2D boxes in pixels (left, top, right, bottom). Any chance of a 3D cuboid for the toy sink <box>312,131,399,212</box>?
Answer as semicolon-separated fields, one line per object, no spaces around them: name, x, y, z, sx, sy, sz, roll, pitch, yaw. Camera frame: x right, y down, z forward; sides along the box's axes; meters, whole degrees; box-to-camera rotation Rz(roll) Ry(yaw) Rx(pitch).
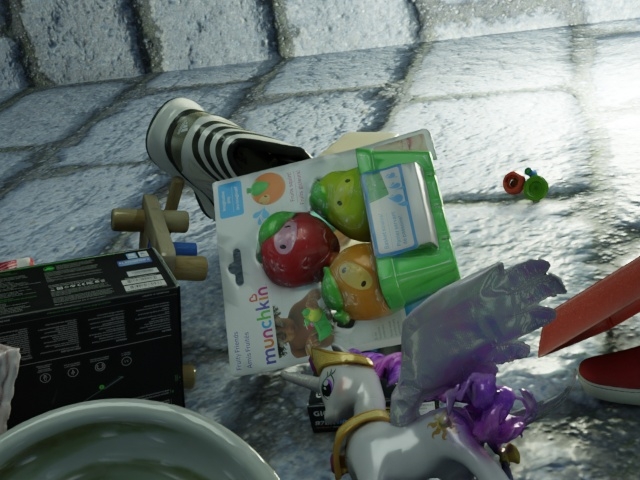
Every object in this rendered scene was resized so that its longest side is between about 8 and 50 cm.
toy sink;0.059;-0.100;1.666;0.131;0.153;0.234;5;32;30

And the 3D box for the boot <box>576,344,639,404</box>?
boot;0.444;0.111;1.068;0.244;0.176;0.088;-8;27;8

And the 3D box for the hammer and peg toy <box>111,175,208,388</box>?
hammer and peg toy;-0.278;0.058;1.361;0.127;0.266;0.361;2;23;-19

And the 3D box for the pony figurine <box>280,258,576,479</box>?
pony figurine;0.130;0.215;0.932;0.350;0.303;0.364;-17;41;8

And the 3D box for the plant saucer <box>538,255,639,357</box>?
plant saucer;0.415;0.051;1.077;0.258;0.048;0.259;-40;-21;33

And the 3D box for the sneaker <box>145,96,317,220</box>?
sneaker;-0.098;-0.083;1.528;0.257;0.447;0.169;26;86;31

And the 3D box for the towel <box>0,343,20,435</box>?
towel;-0.455;0.261;0.948;0.316;0.332;0.053;1;-10;45

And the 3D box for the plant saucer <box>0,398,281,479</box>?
plant saucer;-0.199;0.355;0.797;0.400;0.101;0.401;1;62;-2

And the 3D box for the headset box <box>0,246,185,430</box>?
headset box;-0.310;0.178;1.107;0.246;0.283;0.131;-10;26;-22

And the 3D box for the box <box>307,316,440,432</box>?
box;0.081;0.180;1.211;0.175;0.051;0.220;-6;27;10

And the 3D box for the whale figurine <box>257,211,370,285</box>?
whale figurine;0.000;0.000;1.437;0.272;0.216;0.141;-32;77;-29

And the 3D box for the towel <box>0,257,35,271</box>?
towel;-0.725;0.129;1.651;0.328;0.037;0.237;-15;27;-7

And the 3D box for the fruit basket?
fruit basket;0.018;0.007;1.235;0.352;0.165;0.327;-10;64;4

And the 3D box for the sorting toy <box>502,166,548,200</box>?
sorting toy;0.410;-0.111;1.674;0.102;0.061;0.042;22;7;38
